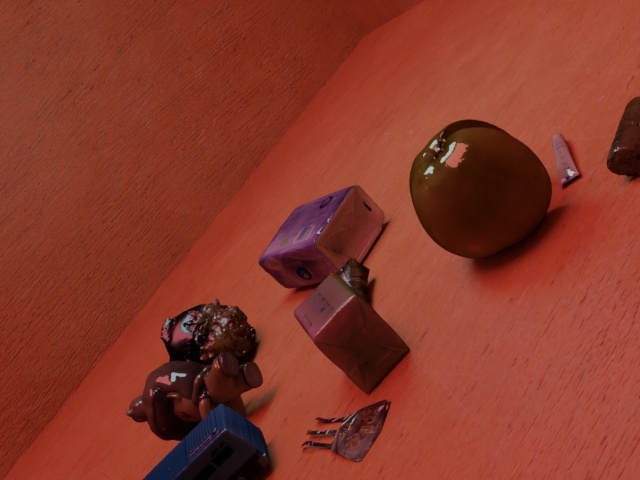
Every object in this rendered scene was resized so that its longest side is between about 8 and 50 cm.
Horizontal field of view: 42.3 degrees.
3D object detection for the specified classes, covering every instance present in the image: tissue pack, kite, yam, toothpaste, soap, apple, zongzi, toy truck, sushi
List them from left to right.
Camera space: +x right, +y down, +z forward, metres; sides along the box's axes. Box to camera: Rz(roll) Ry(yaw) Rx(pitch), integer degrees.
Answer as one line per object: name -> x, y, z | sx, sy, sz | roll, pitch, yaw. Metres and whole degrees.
toy truck -> -0.286, 0.545, 1.804 | 0.385, 0.162, 0.161 | -45, 19, 5
sushi -> -0.302, 0.276, 2.353 | 0.219, 0.225, 0.238 | -26, 58, 28
tissue pack -> 0.000, 0.000, 2.342 | 0.242, 0.160, 0.338 | -54, 18, -26
zongzi -> 0.045, 0.160, 2.041 | 0.187, 0.084, 0.184 | -45, 26, 27
kite -> 0.042, 0.381, 1.655 | 0.245, 0.015, 0.141 | -21, 28, 52
soap -> 0.061, 0.191, 1.749 | 0.138, 0.182, 0.199 | -46, 18, 0
apple -> 0.323, -0.111, 1.698 | 0.292, 0.254, 0.292 | -46, 16, 18
toothpaste -> 0.518, -0.175, 1.762 | 0.048, 0.031, 0.190 | -34, 25, 27
yam -> 0.593, -0.196, 1.560 | 0.078, 0.078, 0.179 | -27, 26, 47

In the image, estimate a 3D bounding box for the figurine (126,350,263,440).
figurine -> -0.312, 0.385, 2.105 | 0.381, 0.248, 0.203 | -30, 65, 40
